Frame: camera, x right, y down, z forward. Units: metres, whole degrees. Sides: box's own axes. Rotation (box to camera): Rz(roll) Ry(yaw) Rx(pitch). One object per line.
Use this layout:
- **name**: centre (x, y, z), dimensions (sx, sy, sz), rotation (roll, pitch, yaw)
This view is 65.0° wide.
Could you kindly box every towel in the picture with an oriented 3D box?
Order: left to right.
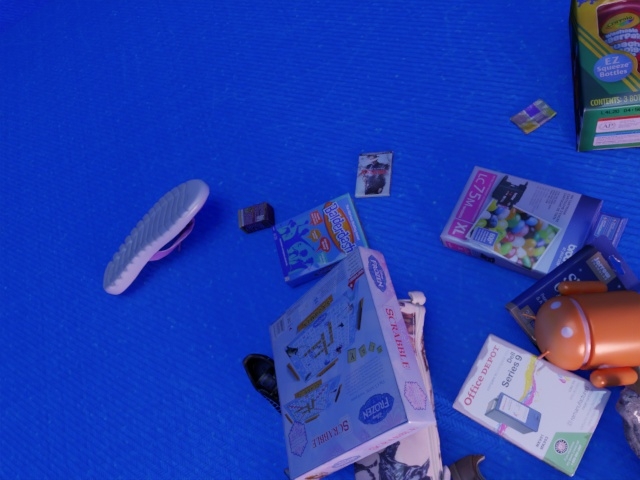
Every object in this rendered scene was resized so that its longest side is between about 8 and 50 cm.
- **towel**: centre (0.480, -0.280, 1.134), dimensions (0.083, 0.009, 0.060), rotation (-32, 59, 7)

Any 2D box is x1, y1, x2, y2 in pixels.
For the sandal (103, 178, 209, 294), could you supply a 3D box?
- **sandal**: centre (-0.426, -0.007, 1.347), dimensions (0.416, 0.102, 0.169), rotation (-40, 43, 17)

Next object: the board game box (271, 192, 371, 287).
- **board game box**: centre (0.000, 0.000, 1.189), dimensions (0.211, 0.047, 0.160), rotation (-24, 61, 11)

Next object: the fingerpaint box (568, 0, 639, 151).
- **fingerpaint box**: centre (0.744, -0.389, 0.983), dimensions (0.446, 0.163, 0.370), rotation (0, 68, 22)

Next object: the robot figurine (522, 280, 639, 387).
- **robot figurine**: centre (0.458, 0.150, 0.831), dimensions (0.220, 0.128, 0.157), rotation (-5, 94, 3)

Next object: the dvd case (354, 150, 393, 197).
- **dvd case**: centre (0.131, -0.161, 1.225), dimensions (0.087, 0.013, 0.119), rotation (-1, 67, 22)

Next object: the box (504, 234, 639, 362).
- **box**: centre (0.469, 0.106, 0.914), dimensions (0.225, 0.036, 0.136), rotation (-38, 95, 2)

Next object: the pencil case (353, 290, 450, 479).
- **pencil case**: centre (0.143, 0.303, 0.928), dimensions (0.184, 0.160, 0.409), rotation (-18, 61, 30)

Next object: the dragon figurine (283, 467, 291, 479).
- **dragon figurine**: centre (-0.002, 0.555, 0.922), dimensions (0.289, 0.085, 0.144), rotation (28, 80, 29)

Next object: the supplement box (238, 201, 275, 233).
- **supplement box**: centre (-0.163, -0.058, 1.284), dimensions (0.084, 0.043, 0.054), rotation (-15, 63, 17)

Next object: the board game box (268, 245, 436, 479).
- **board game box**: centre (0.031, 0.227, 0.912), dimensions (0.319, 0.066, 0.317), rotation (-44, 44, 37)

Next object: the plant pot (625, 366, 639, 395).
- **plant pot**: centre (0.630, 0.205, 0.846), dimensions (0.237, 0.032, 0.236), rotation (-9, 65, 20)

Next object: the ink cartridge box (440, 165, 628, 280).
- **ink cartridge box**: centre (0.425, -0.025, 1.017), dimensions (0.311, 0.065, 0.185), rotation (23, 78, 27)

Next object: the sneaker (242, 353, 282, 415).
- **sneaker**: centre (-0.078, 0.324, 1.053), dimensions (0.232, 0.090, 0.081), rotation (35, 84, 31)

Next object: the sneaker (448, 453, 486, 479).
- **sneaker**: centre (0.295, 0.458, 0.852), dimensions (0.071, 0.066, 0.188), rotation (-33, 60, 5)

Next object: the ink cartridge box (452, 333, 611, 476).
- **ink cartridge box**: centre (0.366, 0.284, 0.885), dimensions (0.213, 0.093, 0.154), rotation (26, 80, 31)

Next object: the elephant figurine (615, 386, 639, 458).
- **elephant figurine**: centre (0.542, 0.355, 0.734), dimensions (0.170, 0.186, 0.239), rotation (0, 75, 46)
